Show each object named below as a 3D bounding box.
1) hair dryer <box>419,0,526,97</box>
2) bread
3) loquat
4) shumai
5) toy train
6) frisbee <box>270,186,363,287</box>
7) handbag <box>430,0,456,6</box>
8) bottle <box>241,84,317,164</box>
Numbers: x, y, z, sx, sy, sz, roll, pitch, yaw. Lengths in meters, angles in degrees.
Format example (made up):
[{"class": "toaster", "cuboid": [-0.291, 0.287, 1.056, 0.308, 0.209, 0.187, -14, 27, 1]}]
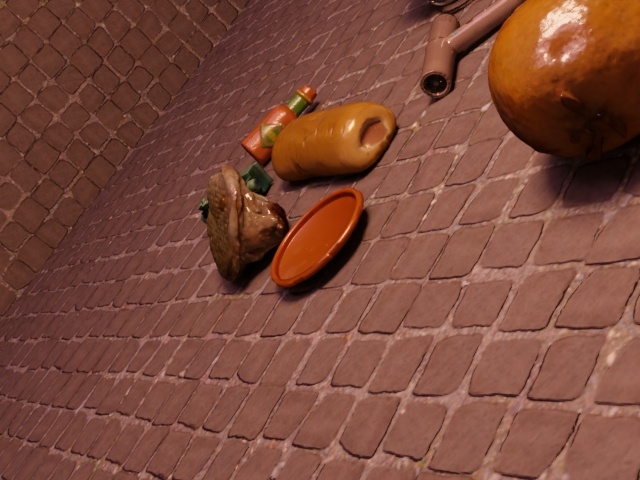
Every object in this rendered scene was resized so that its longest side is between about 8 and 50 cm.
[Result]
[{"class": "hair dryer", "cuboid": [0.266, -0.339, 1.533, 0.220, 0.054, 0.195, -23, 32, 32]}, {"class": "bread", "cuboid": [0.012, -0.176, 1.650, 0.142, 0.091, 0.305, -60, 24, -16]}, {"class": "loquat", "cuboid": [0.293, -0.201, 1.051, 0.238, 0.193, 0.238, -31, 30, 20]}, {"class": "shumai", "cuboid": [-0.122, -0.034, 1.611, 0.201, 0.120, 0.201, 176, 90, -70]}, {"class": "toy train", "cuboid": [-0.169, -0.087, 1.849, 0.172, 0.070, 0.099, -28, 22, 41]}, {"class": "frisbee", "cuboid": [0.000, 0.000, 1.441, 0.192, 0.035, 0.192, -39, 23, 20]}, {"class": "handbag", "cuboid": [0.230, -0.570, 1.746, 0.301, 0.149, 0.283, -6, 84, 40]}, {"class": "bottle", "cuboid": [-0.080, -0.244, 1.948, 0.187, 0.069, 0.069, -49, 22, -3]}]
